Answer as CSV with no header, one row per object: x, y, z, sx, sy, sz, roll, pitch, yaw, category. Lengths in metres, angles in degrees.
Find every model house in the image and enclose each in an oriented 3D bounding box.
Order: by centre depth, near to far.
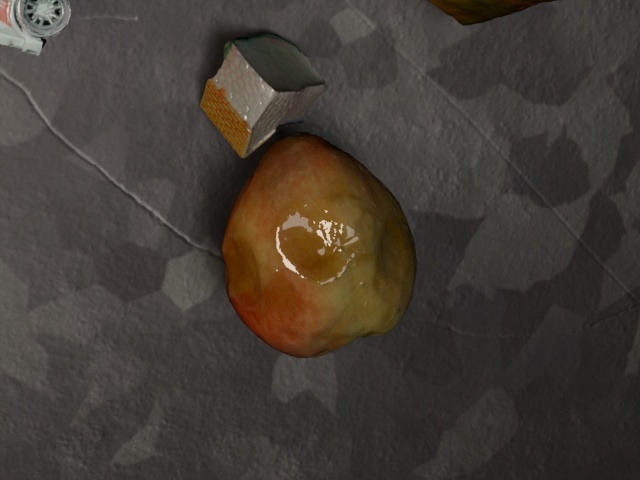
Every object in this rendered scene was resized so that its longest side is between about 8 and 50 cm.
-0.066,-0.154,1.995,0.100,0.088,0.100,-16,149,-51,model house

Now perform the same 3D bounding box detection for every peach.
0.000,0.000,2.020,0.214,0.214,0.236,-12,106,-17,peach

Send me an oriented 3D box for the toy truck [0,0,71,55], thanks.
-0.314,-0.322,1.786,0.184,0.133,0.338,10,105,-15,toy truck

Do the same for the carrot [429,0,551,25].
0.215,-0.356,1.919,0.241,0.340,0.242,1,87,-30,carrot
